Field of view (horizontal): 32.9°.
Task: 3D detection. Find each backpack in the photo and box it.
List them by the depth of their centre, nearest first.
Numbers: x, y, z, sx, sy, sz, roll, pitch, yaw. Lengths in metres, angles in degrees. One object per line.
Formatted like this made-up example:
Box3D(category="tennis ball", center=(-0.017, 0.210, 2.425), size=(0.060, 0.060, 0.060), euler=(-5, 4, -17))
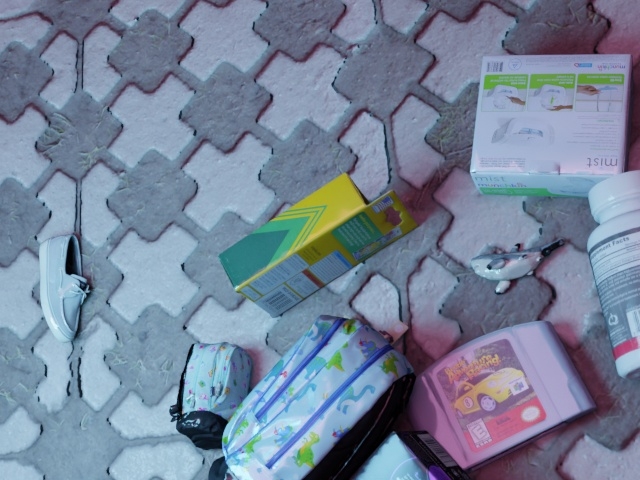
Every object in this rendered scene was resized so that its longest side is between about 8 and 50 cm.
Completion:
Box3D(category="backpack", center=(-0.005, 0.297, 1.794), size=(0.355, 0.290, 0.273), euler=(-36, 70, 7))
Box3D(category="backpack", center=(-0.192, 0.274, 1.963), size=(0.115, 0.152, 0.182), euler=(0, 60, 13))

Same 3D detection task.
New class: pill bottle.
Box3D(category="pill bottle", center=(0.534, 0.054, 1.760), size=(0.176, 0.176, 0.318), euler=(-14, 69, 14))

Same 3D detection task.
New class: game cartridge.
Box3D(category="game cartridge", center=(0.291, 0.264, 1.843), size=(0.294, 0.060, 0.196), euler=(-29, 62, 8))

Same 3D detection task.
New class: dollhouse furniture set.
Box3D(category="dollhouse furniture set", center=(0.097, 0.145, 1.938), size=(0.114, 0.091, 0.081), euler=(35, 71, 28))

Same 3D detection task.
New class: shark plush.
Box3D(category="shark plush", center=(0.345, 0.024, 1.904), size=(0.161, 0.073, 0.067), euler=(-30, 35, 12))

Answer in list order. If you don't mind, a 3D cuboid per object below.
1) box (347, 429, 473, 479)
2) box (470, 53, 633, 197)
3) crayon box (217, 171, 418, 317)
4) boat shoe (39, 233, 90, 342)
Box3D(category="box", center=(0.111, 0.458, 1.761), size=(0.270, 0.143, 0.165), euler=(-49, 64, 12))
Box3D(category="box", center=(0.411, -0.201, 1.913), size=(0.262, 0.127, 0.231), euler=(2, 74, 19))
Box3D(category="crayon box", center=(0.000, 0.000, 1.943), size=(0.323, 0.203, 0.083), euler=(-32, 65, 6))
Box3D(category="boat shoe", center=(-0.503, 0.088, 2.151), size=(0.081, 0.079, 0.227), euler=(-21, 64, 16))
